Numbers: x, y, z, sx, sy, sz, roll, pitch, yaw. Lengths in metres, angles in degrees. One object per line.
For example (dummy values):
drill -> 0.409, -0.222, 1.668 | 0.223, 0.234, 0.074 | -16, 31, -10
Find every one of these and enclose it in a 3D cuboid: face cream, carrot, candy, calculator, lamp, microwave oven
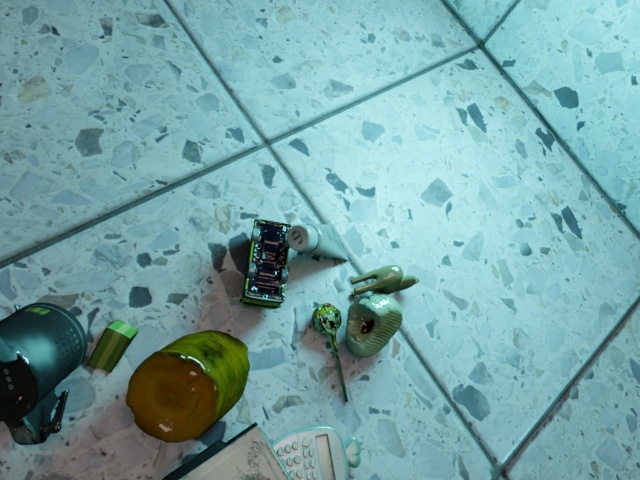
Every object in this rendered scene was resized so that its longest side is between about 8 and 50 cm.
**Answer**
face cream -> 0.000, 0.000, 1.474 | 0.314, 0.089, 0.143 | 8, 55, -65
carrot -> -0.331, 0.365, 1.192 | 0.241, 0.340, 0.242 | 0, 86, 6
candy -> 0.041, 0.346, 1.426 | 0.091, 0.083, 0.306 | -7, 79, -24
calculator -> -0.022, 0.624, 1.294 | 0.295, 0.042, 0.184 | -4, 70, -19
lamp -> -0.689, 0.260, 1.065 | 0.204, 0.374, 0.272 | -5, 33, 3
microwave oven -> -0.229, 0.620, 1.123 | 0.295, 0.181, 0.238 | -30, 79, -18

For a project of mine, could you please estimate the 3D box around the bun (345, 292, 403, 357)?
bun -> 0.152, 0.254, 1.439 | 0.212, 0.204, 0.126 | -42, 47, -13

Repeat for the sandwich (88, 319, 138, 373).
sandwich -> -0.564, 0.289, 1.257 | 0.074, 0.074, 0.117 | 29, 94, -7

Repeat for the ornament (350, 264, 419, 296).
ornament -> 0.219, 0.141, 1.507 | 0.244, 0.230, 0.061 | -17, 67, -4

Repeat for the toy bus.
toy bus -> -0.165, 0.080, 1.410 | 0.127, 0.150, 0.262 | 10, 60, -12
